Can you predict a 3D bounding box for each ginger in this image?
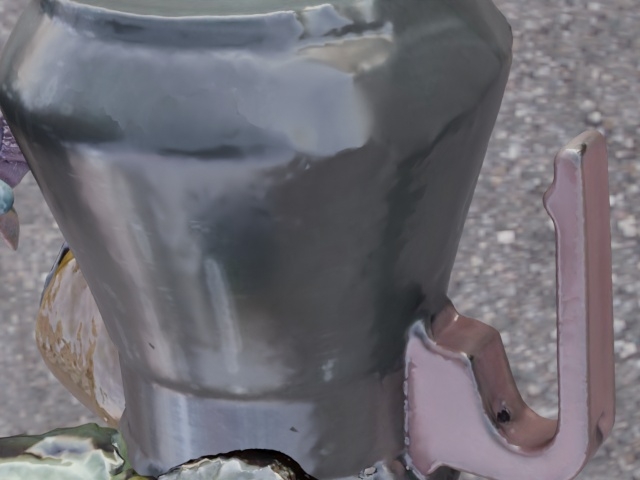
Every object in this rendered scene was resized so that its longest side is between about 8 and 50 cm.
[{"bbox_3d":[-0.093,0.085,1.252,0.223,0.269,0.200,-131,36,-71],"label":"ginger"}]

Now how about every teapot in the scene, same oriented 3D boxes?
[{"bbox_3d":[0.000,0.000,0.945,0.376,0.305,0.362,12,121,30],"label":"teapot"}]

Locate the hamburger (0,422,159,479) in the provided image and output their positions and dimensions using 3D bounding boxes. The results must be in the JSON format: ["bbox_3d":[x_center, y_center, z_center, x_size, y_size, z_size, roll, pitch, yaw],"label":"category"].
[{"bbox_3d":[-0.141,0.188,0.562,0.288,0.168,0.192,-6,119,7],"label":"hamburger"}]

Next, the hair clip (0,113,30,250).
[{"bbox_3d":[-0.337,-0.062,1.513,0.069,0.300,0.173,39,70,14],"label":"hair clip"}]

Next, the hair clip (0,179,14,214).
[{"bbox_3d":[-0.351,0.002,0.912,0.392,0.238,0.318,27,86,21],"label":"hair clip"}]

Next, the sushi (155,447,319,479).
[{"bbox_3d":[-0.068,0.164,0.798,0.150,0.078,0.090,-35,70,7],"label":"sushi"}]
